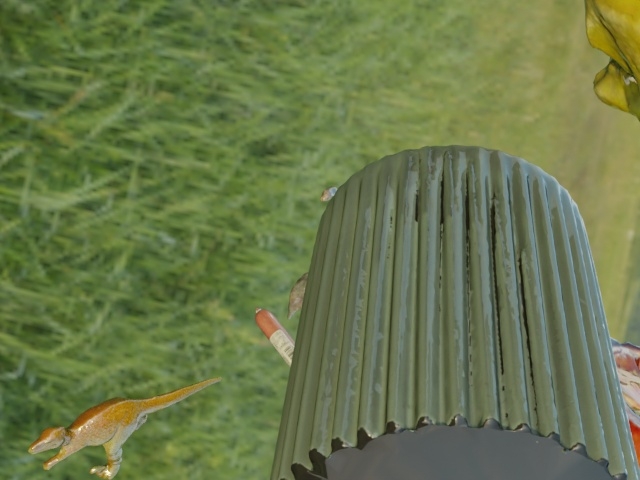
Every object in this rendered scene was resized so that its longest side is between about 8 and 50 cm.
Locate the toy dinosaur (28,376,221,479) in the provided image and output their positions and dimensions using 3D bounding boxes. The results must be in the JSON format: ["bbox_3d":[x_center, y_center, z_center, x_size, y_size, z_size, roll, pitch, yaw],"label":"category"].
[{"bbox_3d":[-0.166,0.146,1.202,0.162,0.039,0.126,-37,156,-4],"label":"toy dinosaur"}]

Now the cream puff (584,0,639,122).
[{"bbox_3d":[0.319,-0.185,0.986,0.378,0.275,0.378,-3,96,-32],"label":"cream puff"}]

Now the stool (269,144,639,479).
[{"bbox_3d":[0.113,0.113,1.195,0.297,0.297,0.330,87,6,-45],"label":"stool"}]

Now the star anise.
[{"bbox_3d":[0.000,0.000,1.855,0.218,0.148,0.227,-124,-167,-62],"label":"star anise"}]

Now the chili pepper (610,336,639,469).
[{"bbox_3d":[0.341,0.290,1.713,0.251,0.229,0.305,4,132,-39],"label":"chili pepper"}]

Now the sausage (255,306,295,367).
[{"bbox_3d":[-0.033,0.174,2.028,0.029,0.223,0.029,-28,148,-19],"label":"sausage"}]
